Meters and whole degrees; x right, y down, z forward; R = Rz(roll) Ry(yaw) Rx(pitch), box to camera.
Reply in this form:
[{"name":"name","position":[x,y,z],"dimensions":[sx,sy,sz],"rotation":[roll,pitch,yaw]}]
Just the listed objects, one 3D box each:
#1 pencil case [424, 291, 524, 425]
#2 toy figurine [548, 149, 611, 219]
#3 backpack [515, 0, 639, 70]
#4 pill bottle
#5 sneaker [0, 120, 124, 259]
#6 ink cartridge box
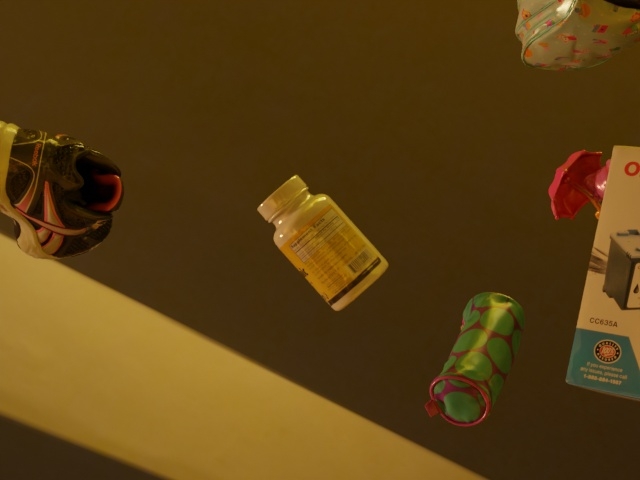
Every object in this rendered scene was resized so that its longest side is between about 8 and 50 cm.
[{"name":"pencil case","position":[0.159,0.119,1.317],"dimensions":[0.070,0.064,0.151],"rotation":[-13,-154,31]},{"name":"toy figurine","position":[0.314,-0.028,1.360],"dimensions":[0.130,0.159,0.173],"rotation":[-39,179,-32]},{"name":"backpack","position":[0.257,-0.238,1.251],"dimensions":[0.182,0.152,0.115],"rotation":[149,-51,-64]},{"name":"pill bottle","position":[0.000,0.000,1.148],"dimensions":[0.065,0.116,0.065],"rotation":[-41,180,0]},{"name":"sneaker","position":[-0.161,-0.026,0.846],"dimensions":[0.077,0.178,0.072],"rotation":[6,-98,10]},{"name":"ink cartridge box","position":[0.278,0.032,0.978],"dimensions":[0.140,0.082,0.190],"rotation":[8,-96,39]}]
